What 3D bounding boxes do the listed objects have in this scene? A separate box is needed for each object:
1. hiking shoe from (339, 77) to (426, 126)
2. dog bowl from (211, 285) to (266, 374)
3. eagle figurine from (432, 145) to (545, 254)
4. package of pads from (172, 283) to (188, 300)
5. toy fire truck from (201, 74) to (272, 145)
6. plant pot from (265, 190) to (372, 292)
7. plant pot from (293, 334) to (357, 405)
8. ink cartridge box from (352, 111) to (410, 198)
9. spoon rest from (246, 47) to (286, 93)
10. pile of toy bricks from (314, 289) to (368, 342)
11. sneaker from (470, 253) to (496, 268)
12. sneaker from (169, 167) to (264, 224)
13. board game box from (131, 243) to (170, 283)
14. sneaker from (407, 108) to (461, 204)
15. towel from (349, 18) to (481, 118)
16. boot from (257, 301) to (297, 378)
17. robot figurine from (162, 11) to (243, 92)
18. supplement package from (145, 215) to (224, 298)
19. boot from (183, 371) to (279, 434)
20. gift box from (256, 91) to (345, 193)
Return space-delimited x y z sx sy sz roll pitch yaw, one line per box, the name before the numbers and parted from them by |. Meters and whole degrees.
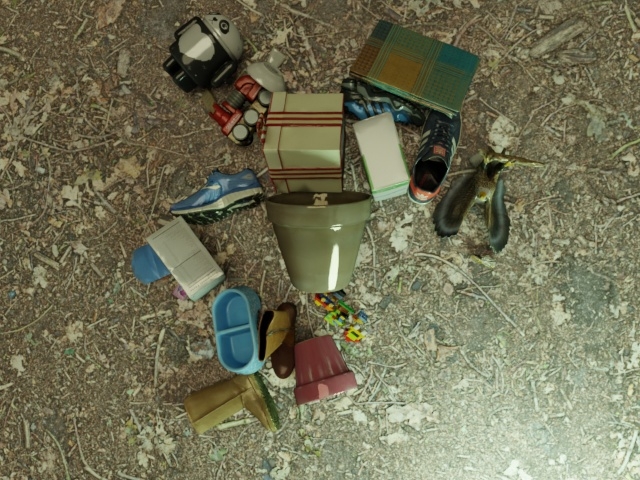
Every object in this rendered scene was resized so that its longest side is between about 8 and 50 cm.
hiking shoe | 0.196 -0.428 1.351 0.303 0.113 0.132 24 116 5
dog bowl | -0.276 0.295 1.353 0.165 0.074 0.298 -15 74 12
eagle figurine | 0.506 -0.136 1.275 0.226 0.225 0.299 42 131 44
package of pads | -0.477 0.166 1.430 0.050 0.032 0.083 33 92 6
toy fire truck | -0.295 -0.472 1.386 0.246 0.158 0.217 38 93 -4
plant pot | 0.000 0.000 1.269 0.322 0.323 0.281 -1 105 6
plant pot | -0.001 0.407 1.300 0.201 0.201 0.180 -18 71 6
ink cartridge box | 0.188 -0.241 1.246 0.117 0.278 0.202 -16 87 9
spoon rest | -0.166 -0.543 1.325 0.137 0.276 0.084 31 125 -19
pile of toy bricks | 0.054 0.245 1.345 0.212 0.118 0.105 39 121 -10
sneaker | 0.530 0.059 1.324 0.083 0.032 0.037 25 78 2
sneaker | -0.360 -0.156 1.397 0.329 0.130 0.147 -18 72 2
board game box | -0.585 0.074 1.447 0.168 0.033 0.133 -24 81 0
sneaker | 0.374 -0.288 1.290 0.131 0.148 0.350 14 90 7
towel | 0.311 -0.565 1.322 0.370 0.040 0.272 25 69 8
boot | -0.130 0.331 1.261 0.096 0.280 0.264 12 90 7
robot figurine | -0.393 -0.633 1.372 0.278 0.174 0.209 -39 120 4
supplement package | -0.444 0.066 1.362 0.139 0.134 0.244 -36 84 -16
boot | -0.297 0.581 1.375 0.269 0.089 0.236 -29 73 4
gift box | -0.057 -0.287 1.249 0.257 0.255 0.277 3 59 7
